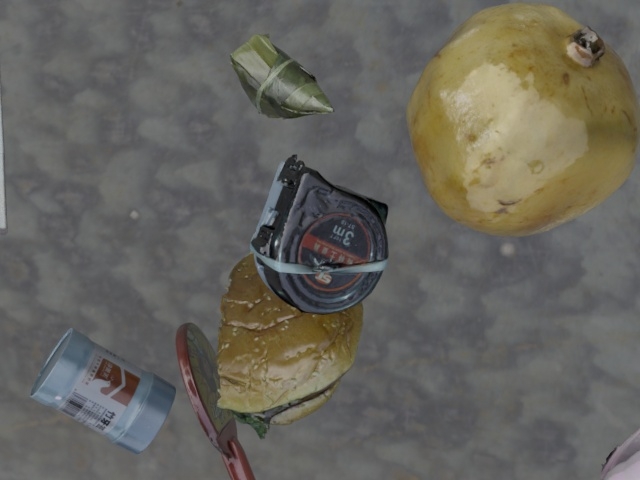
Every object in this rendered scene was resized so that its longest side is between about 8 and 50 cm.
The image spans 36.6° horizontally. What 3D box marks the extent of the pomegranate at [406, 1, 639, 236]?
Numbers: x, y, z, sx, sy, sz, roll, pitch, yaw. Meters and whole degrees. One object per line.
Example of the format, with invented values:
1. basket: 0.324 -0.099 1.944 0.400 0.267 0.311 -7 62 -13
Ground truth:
1. pomegranate: 0.289 -0.166 1.359 0.333 0.332 0.332 7 120 12

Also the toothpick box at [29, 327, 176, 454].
1. toothpick box: -0.273 0.190 1.219 0.153 0.101 0.101 33 122 -17

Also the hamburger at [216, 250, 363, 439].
1. hamburger: -0.037 0.141 1.463 0.211 0.308 0.132 -2 140 17

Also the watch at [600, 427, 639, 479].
1. watch: 0.412 0.237 1.025 0.211 0.217 0.248 49 123 2

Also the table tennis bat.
1. table tennis bat: -0.171 0.282 1.587 0.038 0.200 0.310 -22 90 6

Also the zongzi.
1. zongzi: -0.023 -0.130 0.917 0.119 0.109 0.055 39 84 21

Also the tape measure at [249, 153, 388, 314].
1. tape measure: -0.002 0.005 1.285 0.182 0.107 0.181 27 92 -32

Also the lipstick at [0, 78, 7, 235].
1. lipstick: -0.454 -0.165 1.276 0.068 0.066 0.317 -2 81 -20
